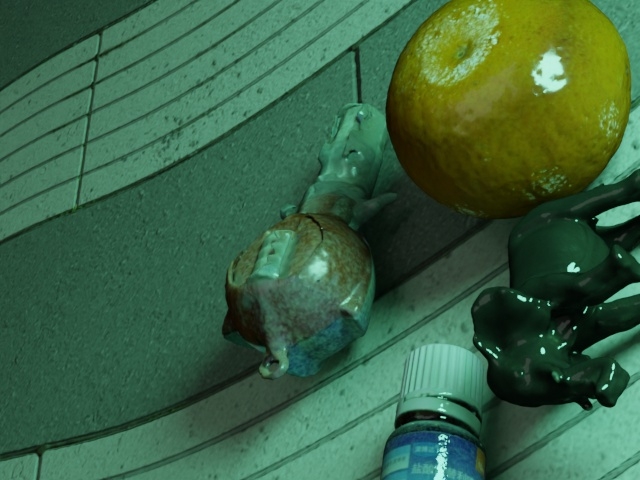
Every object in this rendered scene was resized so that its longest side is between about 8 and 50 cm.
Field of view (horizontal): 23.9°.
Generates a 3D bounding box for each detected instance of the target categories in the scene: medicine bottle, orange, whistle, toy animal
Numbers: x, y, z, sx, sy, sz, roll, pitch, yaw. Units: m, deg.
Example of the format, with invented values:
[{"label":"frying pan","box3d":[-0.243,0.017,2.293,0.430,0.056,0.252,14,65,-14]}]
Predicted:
[{"label":"medicine bottle","box3d":[0.088,0.180,1.187,0.083,0.083,0.203,-26,40,36]},{"label":"orange","box3d":[0.162,-0.116,1.296,0.224,0.170,0.224,-30,38,26]},{"label":"whistle","box3d":[0.000,-0.001,1.448,0.142,0.134,0.346,-34,27,43]},{"label":"toy animal","box3d":[0.202,0.048,1.162,0.146,0.114,0.245,-24,20,29]}]
